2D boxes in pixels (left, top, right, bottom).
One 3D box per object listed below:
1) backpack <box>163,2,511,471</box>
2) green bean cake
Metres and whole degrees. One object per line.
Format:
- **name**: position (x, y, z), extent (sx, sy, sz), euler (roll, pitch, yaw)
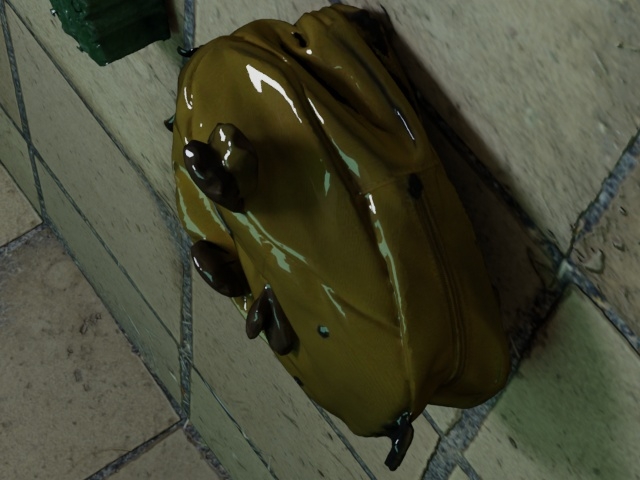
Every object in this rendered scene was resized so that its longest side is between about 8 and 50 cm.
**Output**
- **backpack**: position (0.005, -0.004, 1.122), extent (0.378, 0.201, 0.353), euler (56, 165, 15)
- **green bean cake**: position (-0.255, -0.305, 1.433), extent (0.193, 0.107, 0.208), euler (43, 157, 34)
